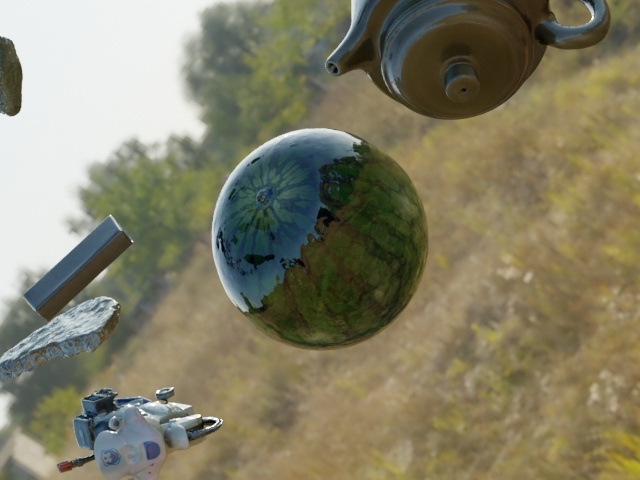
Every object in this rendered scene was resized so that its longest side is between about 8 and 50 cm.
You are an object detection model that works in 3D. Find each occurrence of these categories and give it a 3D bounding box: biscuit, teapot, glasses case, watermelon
[{"bbox_3d":[-0.349,0.127,1.961,0.250,0.032,0.133,-20,20,39],"label":"biscuit"},{"bbox_3d":[0.136,-0.193,1.314,0.186,0.267,0.175,80,-175,-45],"label":"teapot"},{"bbox_3d":[-0.382,0.044,2.233,0.190,0.042,0.072,-43,43,-5],"label":"glasses case"},{"bbox_3d":[0.000,0.000,2.157,0.363,0.363,0.363,-56,4,6],"label":"watermelon"}]

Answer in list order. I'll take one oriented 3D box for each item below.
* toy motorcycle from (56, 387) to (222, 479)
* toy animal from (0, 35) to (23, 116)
[{"bbox_3d":[-0.227,0.233,1.706,0.150,0.102,0.221,-21,12,-37],"label":"toy motorcycle"},{"bbox_3d":[-0.547,-0.317,2.350,0.079,0.253,0.070,-26,-22,12],"label":"toy animal"}]
